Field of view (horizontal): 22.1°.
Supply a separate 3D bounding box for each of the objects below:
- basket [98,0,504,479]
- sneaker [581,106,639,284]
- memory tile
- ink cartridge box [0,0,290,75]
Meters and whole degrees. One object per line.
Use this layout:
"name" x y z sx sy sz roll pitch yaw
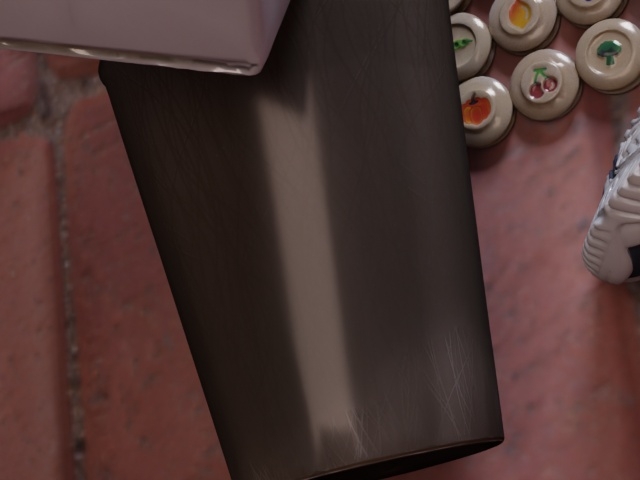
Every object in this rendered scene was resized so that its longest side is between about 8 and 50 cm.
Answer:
"basket" 0.000 0.000 0.779 0.204 0.154 0.227 -27 72 47
"sneaker" 0.225 -0.040 0.705 0.153 0.094 0.235 31 120 0
"memory tile" 0.118 -0.118 0.820 0.148 0.012 0.113 -22 71 22
"ink cartridge box" -0.061 -0.304 0.689 0.166 0.285 0.395 8 49 12
